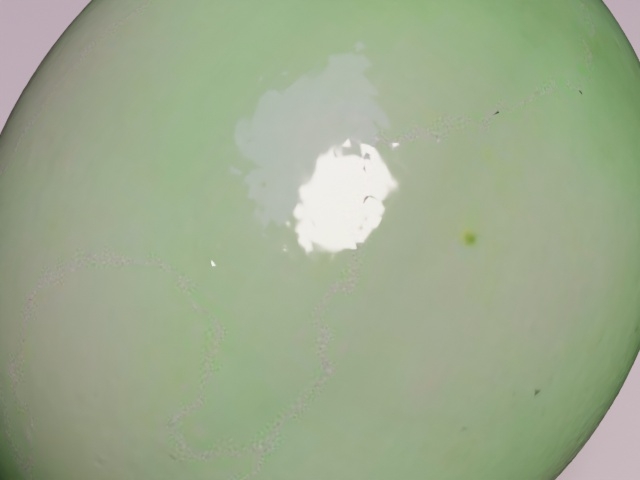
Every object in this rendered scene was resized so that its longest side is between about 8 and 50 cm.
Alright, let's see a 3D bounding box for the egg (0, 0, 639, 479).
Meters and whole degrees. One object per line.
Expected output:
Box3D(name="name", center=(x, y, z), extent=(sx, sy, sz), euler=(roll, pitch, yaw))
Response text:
Box3D(name="egg", center=(0.000, 0.000, 0.455), extent=(0.220, 0.220, 0.270), euler=(23, 47, 20))
